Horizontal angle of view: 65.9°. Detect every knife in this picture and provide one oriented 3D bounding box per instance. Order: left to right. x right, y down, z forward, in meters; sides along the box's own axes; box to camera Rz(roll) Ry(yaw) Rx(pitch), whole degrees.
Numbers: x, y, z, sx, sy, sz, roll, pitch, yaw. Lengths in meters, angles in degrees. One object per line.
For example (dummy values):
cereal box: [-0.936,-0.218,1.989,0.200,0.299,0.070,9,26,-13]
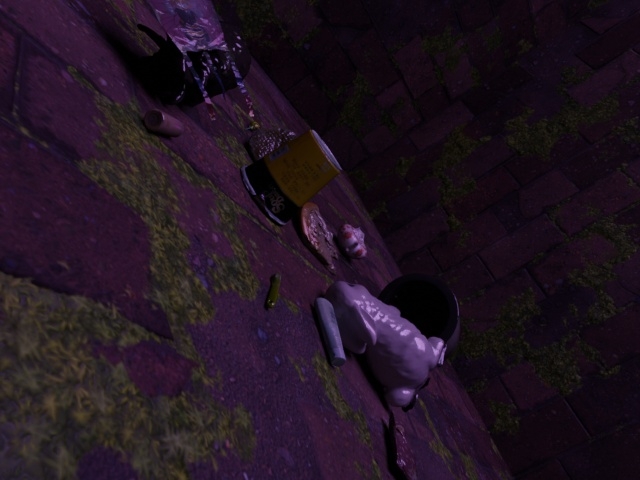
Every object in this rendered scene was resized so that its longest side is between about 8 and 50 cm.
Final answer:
knife: [-0.099,0.102,1.070,0.184,0.022,0.025,-88,169,-72]

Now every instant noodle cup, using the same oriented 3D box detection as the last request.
instant noodle cup: [-0.077,-0.191,1.414,0.215,0.236,0.215,51,13,-16]

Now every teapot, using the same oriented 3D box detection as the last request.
teapot: [0.131,0.010,2.027,0.245,0.116,0.159,-97,164,-70]

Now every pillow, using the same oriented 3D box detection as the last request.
pillow: [0.193,0.499,1.161,0.118,0.043,0.185,61,14,-14]

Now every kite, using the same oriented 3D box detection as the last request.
kite: [-0.258,-0.429,1.086,0.204,0.022,0.360,-23,85,-49]

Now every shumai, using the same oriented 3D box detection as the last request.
shumai: [-0.166,-0.287,1.659,0.184,0.184,0.142,59,-18,10]

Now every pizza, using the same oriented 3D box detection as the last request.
pizza: [0.000,0.000,1.624,0.261,0.034,0.181,62,26,-14]

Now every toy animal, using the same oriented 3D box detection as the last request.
toy animal: [0.152,0.261,1.351,0.357,0.194,0.257,38,40,-11]

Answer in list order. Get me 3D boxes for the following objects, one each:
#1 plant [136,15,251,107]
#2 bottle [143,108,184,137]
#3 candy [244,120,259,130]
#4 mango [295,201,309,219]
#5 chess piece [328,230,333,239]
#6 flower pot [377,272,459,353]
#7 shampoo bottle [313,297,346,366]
plant: [-0.312,-0.431,1.195,0.198,0.189,0.276,57,38,-3]
bottle: [-0.320,-0.240,1.019,0.045,0.045,0.096,58,11,5]
candy: [-0.254,-0.408,1.782,0.035,0.035,0.123,66,19,-14]
mango: [-0.065,-0.109,1.686,0.079,0.057,0.114,50,21,-47]
chess piece: [0.013,-0.012,1.786,0.042,0.042,0.093,58,19,6]
flower pot: [0.376,0.313,1.829,0.293,0.294,0.330,65,7,32]
shampoo bottle: [0.023,0.222,1.200,0.069,0.041,0.190,55,11,-36]
